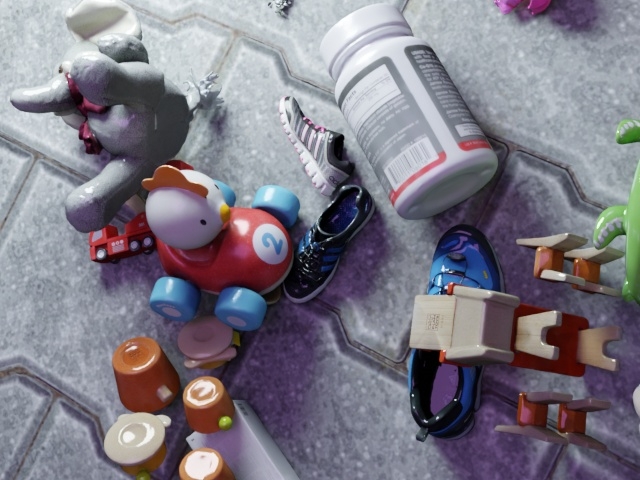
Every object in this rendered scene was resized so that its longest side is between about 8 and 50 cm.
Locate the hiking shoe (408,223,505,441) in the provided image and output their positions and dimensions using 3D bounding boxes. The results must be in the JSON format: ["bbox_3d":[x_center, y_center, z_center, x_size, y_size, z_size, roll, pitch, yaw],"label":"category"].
[{"bbox_3d":[0.186,0.123,1.290,0.113,0.132,0.304,3,81,20],"label":"hiking shoe"}]

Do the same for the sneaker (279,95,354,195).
[{"bbox_3d":[-0.002,-0.155,1.445,0.075,0.063,0.170,-30,77,12],"label":"sneaker"}]

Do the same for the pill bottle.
[{"bbox_3d":[0.120,-0.187,1.354,0.161,0.161,0.283,-31,72,12],"label":"pill bottle"}]

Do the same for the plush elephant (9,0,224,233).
[{"bbox_3d":[-0.343,-0.220,1.456,0.255,0.330,0.272,22,126,23],"label":"plush elephant"}]

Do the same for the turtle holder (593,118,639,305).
[{"bbox_3d":[0.496,-0.052,1.152,0.227,0.243,0.320,9,48,36],"label":"turtle holder"}]

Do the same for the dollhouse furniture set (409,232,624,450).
[{"bbox_3d":[0.259,0.122,1.222,0.135,0.259,0.262,-6,73,55],"label":"dollhouse furniture set"}]

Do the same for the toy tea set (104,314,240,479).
[{"bbox_3d":[-0.206,0.267,1.373,0.200,0.124,0.336,-9,43,1],"label":"toy tea set"}]

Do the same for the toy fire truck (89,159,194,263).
[{"bbox_3d":[-0.292,-0.046,1.533,0.192,0.047,0.135,-14,76,17],"label":"toy fire truck"}]

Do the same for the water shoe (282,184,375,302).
[{"bbox_3d":[0.000,0.000,1.405,0.073,0.080,0.203,35,93,21],"label":"water shoe"}]

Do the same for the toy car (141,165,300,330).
[{"bbox_3d":[-0.161,-0.025,1.348,0.210,0.238,0.219,7,61,19],"label":"toy car"}]

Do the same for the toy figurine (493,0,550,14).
[{"bbox_3d":[0.274,-0.397,1.377,0.173,0.130,0.159,-34,80,34],"label":"toy figurine"}]

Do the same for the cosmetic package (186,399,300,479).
[{"bbox_3d":[-0.089,0.359,1.381,0.099,0.060,0.239,-39,70,9],"label":"cosmetic package"}]

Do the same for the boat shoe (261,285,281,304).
[{"bbox_3d":[-0.130,0.069,1.462,0.153,0.048,0.056,12,61,14],"label":"boat shoe"}]

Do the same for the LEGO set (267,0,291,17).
[{"bbox_3d":[-0.068,-0.402,1.532,0.054,0.023,0.083,-36,71,10],"label":"LEGO set"}]

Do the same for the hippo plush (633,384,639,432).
[{"bbox_3d":[0.535,0.233,1.132,0.234,0.294,0.236,-34,97,30],"label":"hippo plush"}]
